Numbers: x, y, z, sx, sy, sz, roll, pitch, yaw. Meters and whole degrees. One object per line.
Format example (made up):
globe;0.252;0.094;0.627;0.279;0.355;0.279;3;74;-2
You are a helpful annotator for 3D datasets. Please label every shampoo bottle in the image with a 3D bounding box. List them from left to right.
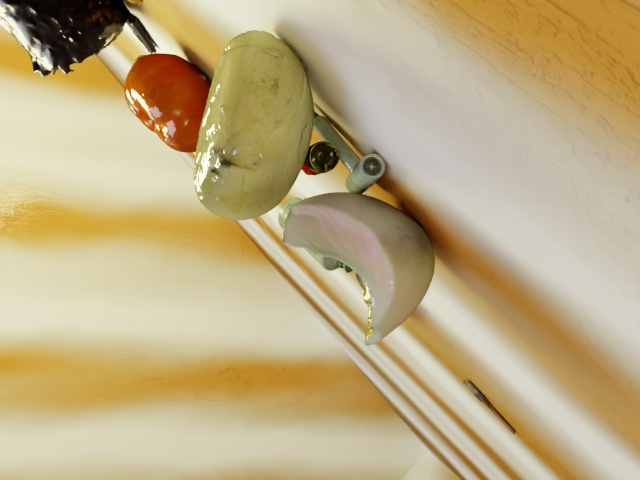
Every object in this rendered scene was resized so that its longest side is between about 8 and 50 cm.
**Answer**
shampoo bottle;0.000;0.000;2.015;0.234;0.087;0.118;43;166;32

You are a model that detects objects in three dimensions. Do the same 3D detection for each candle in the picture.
candle;-0.006;-0.131;1.351;0.052;0.052;0.131;50;174;-8

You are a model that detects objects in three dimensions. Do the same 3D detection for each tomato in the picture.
tomato;-0.340;-0.326;1.980;0.260;0.180;0.260;45;173;7

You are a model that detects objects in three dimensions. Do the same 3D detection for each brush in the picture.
brush;0.403;0.397;1.988;0.170;0.014;0.043;47;173;9

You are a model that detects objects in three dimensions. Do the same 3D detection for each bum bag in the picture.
bum bag;-0.494;-0.568;2.232;0.159;0.026;0.109;48;173;45

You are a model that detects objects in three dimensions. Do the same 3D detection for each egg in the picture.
egg;0.094;0.018;1.359;0.162;0.206;0.271;-21;106;41

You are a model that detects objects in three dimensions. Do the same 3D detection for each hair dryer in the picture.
hair dryer;0.027;-0.160;1.342;0.183;0.044;0.155;52;169;0

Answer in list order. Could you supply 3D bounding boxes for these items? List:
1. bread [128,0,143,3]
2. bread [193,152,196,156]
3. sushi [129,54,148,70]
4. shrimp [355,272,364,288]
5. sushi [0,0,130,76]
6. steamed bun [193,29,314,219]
bread;-0.416;-0.557;1.661;0.189;0.077;0.114;40;-178;-20
bread;-0.270;-0.223;2.287;0.173;0.121;0.311;47;173;6
sushi;-0.430;-0.402;2.288;0.291;0.131;0.139;56;175;24
shrimp;0.128;0.105;1.953;0.145;0.059;0.254;57;178;9
sushi;-0.650;-0.587;2.048;0.294;0.299;0.281;56;-163;-27
steamed bun;-0.089;-0.168;1.255;0.166;0.273;0.232;13;142;-16
